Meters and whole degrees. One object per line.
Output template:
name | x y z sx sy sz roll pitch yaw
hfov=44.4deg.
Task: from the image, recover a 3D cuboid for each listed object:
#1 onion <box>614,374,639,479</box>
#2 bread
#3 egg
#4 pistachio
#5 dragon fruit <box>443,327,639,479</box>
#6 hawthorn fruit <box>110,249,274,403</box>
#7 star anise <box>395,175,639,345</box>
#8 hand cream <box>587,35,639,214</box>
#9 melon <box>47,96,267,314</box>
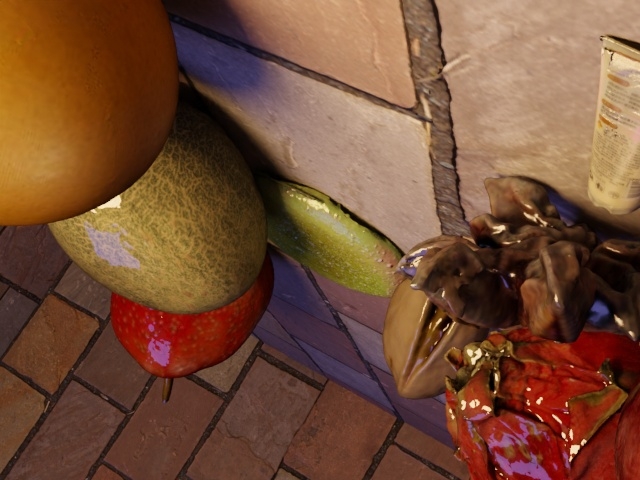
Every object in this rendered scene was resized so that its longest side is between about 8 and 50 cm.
onion | 0.359 0.173 0.580 0.281 0.281 0.221 37 -164 -21
bread | 0.002 0.000 1.118 0.302 0.045 0.301 29 165 8
egg | -0.281 -0.167 0.629 0.351 0.282 0.283 41 165 -13
pistachio | 0.151 0.124 1.042 0.138 0.153 0.237 19 138 10
dragon fruit | 0.252 0.181 0.786 0.299 0.244 0.244 25 173 -36
hawthorn fruit | -0.244 0.130 1.434 0.285 0.368 0.285 15 -173 -2
star anise | 0.184 0.025 0.589 0.283 0.129 0.212 0 -169 -22
hand cream | 0.193 -0.068 0.489 0.061 0.039 0.143 35 161 26
melon | -0.197 -0.040 0.973 0.249 0.248 0.329 20 156 39
